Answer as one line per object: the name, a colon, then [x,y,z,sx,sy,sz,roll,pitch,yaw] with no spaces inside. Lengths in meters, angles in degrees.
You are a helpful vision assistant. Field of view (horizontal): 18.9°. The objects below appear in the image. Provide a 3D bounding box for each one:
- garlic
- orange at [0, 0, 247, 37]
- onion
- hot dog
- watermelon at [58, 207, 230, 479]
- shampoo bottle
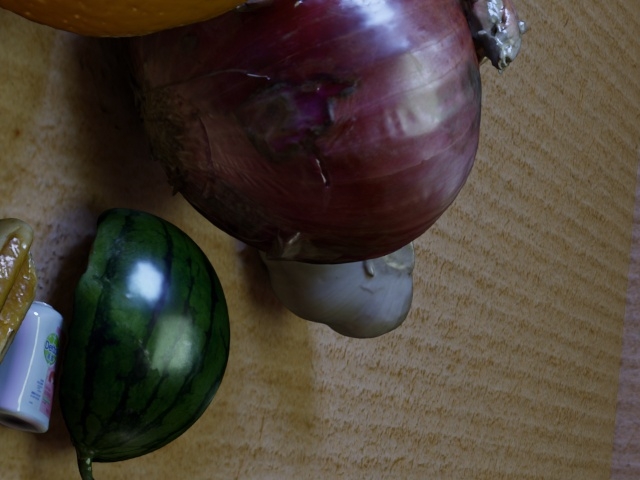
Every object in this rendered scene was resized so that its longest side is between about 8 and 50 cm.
garlic: [0.000,0.000,1.950,0.143,0.178,0.229,-28,104,-30]
orange: [-0.128,-0.307,1.343,0.340,0.293,0.340,5,90,-68]
onion: [-0.021,-0.142,1.619,0.353,0.354,0.353,4,90,-69]
hot dog: [-0.266,0.077,1.346,0.249,0.076,0.102,-71,172,-45]
watermelon: [-0.139,0.085,1.582,0.204,0.127,0.232,85,9,-54]
shampoo bottle: [-0.227,0.094,1.495,0.072,0.043,0.099,55,43,-66]
